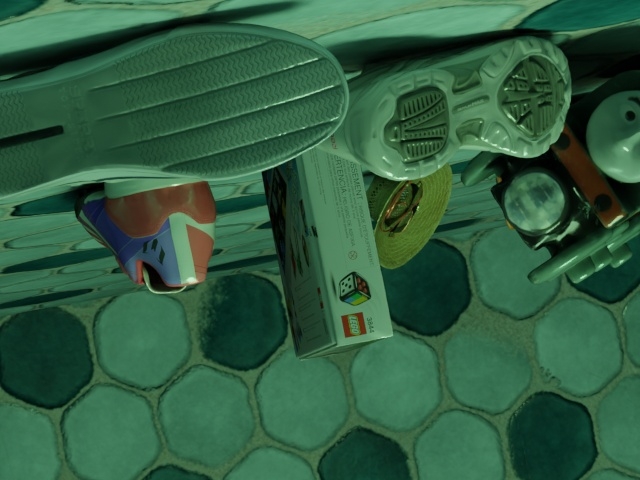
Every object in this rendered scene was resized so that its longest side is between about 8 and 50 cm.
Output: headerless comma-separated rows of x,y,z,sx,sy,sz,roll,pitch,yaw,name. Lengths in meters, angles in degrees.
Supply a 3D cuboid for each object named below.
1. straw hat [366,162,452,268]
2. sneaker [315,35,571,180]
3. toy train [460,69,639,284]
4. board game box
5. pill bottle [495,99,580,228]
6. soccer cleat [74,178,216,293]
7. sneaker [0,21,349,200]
0.079,-0.043,2.183,0.061,0.144,0.144,30,-163,27,straw hat
0.082,-0.103,1.422,0.232,0.090,0.115,-10,-164,-42,sneaker
0.238,-0.066,1.621,0.190,0.142,0.334,-36,172,16,toy train
0.000,0.000,1.706,0.053,0.193,0.305,-10,176,-7,board game box
0.286,-0.075,1.866,0.246,0.130,0.130,-11,176,8,pill bottle
-0.154,-0.002,1.787,0.108,0.116,0.318,-10,175,-14,soccer cleat
-0.112,-0.081,1.186,0.258,0.094,0.091,-7,-166,1,sneaker
